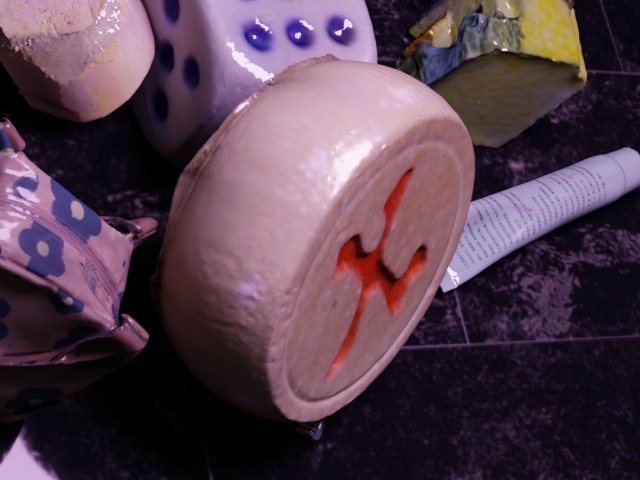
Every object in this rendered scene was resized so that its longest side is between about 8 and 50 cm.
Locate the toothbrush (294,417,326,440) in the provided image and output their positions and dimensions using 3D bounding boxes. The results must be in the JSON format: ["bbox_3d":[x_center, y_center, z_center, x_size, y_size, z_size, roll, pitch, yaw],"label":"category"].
[{"bbox_3d":[0.021,0.056,1.793,0.031,0.023,0.321,29,55,-21],"label":"toothbrush"}]

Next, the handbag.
[{"bbox_3d":[-0.265,0.022,1.478,0.251,0.193,0.190,35,49,-42],"label":"handbag"}]

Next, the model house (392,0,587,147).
[{"bbox_3d":[0.171,-0.240,1.925,0.170,0.194,0.211,9,64,-27],"label":"model house"}]

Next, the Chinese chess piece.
[{"bbox_3d":[0.000,0.000,1.610,0.140,0.338,0.338,30,45,27],"label":"Chinese chess piece"}]

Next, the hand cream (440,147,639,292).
[{"bbox_3d":[0.234,-0.035,1.950,0.331,0.058,0.085,-22,82,-38],"label":"hand cream"}]

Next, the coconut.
[{"bbox_3d":[-0.230,-0.193,1.674,0.147,0.153,0.147,-3,68,8],"label":"coconut"}]

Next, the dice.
[{"bbox_3d":[-0.072,-0.184,1.745,0.193,0.192,0.194,-4,68,-35],"label":"dice"}]
